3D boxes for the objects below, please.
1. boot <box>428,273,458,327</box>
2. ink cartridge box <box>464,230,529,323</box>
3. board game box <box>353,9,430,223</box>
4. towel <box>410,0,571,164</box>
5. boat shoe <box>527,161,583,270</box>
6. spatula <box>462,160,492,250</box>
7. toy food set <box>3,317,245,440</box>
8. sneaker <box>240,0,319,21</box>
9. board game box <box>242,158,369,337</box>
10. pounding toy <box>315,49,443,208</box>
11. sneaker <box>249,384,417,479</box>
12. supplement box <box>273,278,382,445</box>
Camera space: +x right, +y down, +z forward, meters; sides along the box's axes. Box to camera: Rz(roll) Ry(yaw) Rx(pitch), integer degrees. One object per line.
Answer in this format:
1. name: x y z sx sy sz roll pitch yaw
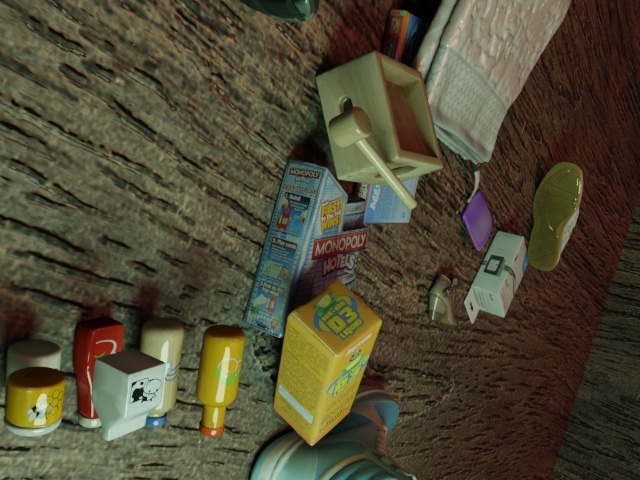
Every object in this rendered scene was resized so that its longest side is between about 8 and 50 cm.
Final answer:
1. boot: 0.230 0.109 1.274 0.118 0.042 0.087 25 80 -58
2. ink cartridge box: 0.366 0.084 1.452 0.180 0.060 0.104 -60 146 -21
3. board game box: 0.112 -0.162 0.985 0.145 0.027 0.282 -2 105 -58
4. towel: 0.252 -0.285 1.019 0.331 0.053 0.317 13 104 -61
5. boat shoe: 0.553 -0.066 1.644 0.096 0.098 0.277 -33 139 -46
6. spatula: 0.273 -0.112 1.250 0.084 0.030 0.297 -52 141 -33
7. toy food set: -0.174 0.135 0.600 0.232 0.111 0.105 -10 111 -58
8. sneaker: -0.060 -0.298 0.594 0.106 0.101 0.267 -66 147 -17
9. board game box: 0.000 0.000 0.855 0.194 0.060 0.194 -11 113 -55
10. pounding toy: 0.052 -0.113 0.804 0.206 0.094 0.181 0 76 -57
11. sneaker: 0.074 0.316 0.971 0.319 0.208 0.127 -21 120 -52
12. supplement box: 0.002 0.151 0.831 0.078 0.080 0.233 -35 152 -30
